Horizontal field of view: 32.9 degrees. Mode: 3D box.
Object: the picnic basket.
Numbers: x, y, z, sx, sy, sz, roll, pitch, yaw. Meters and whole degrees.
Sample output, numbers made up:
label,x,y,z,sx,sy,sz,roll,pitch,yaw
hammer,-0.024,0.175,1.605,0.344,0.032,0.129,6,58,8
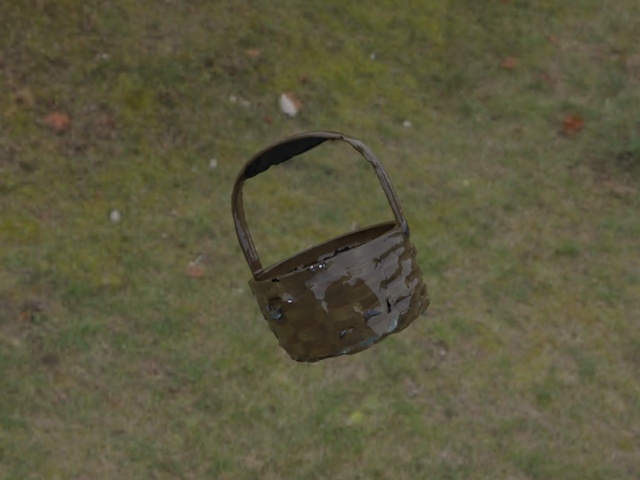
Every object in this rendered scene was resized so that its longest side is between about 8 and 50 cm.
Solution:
label,x,y,z,sx,sy,sz,roll,pitch,yaw
picnic basket,0.000,0.000,0.418,0.072,0.083,0.072,-21,5,2
